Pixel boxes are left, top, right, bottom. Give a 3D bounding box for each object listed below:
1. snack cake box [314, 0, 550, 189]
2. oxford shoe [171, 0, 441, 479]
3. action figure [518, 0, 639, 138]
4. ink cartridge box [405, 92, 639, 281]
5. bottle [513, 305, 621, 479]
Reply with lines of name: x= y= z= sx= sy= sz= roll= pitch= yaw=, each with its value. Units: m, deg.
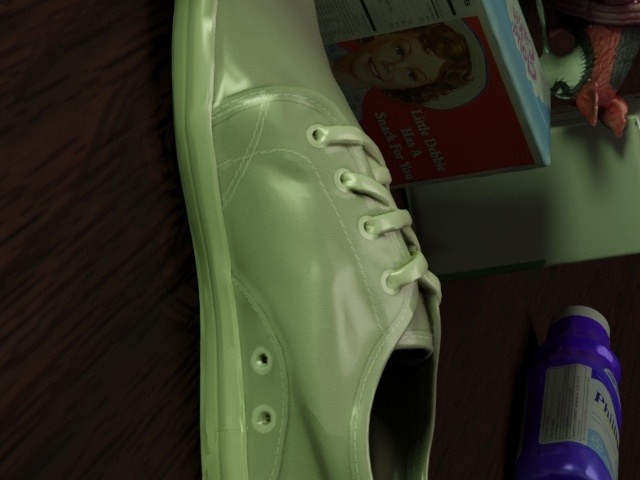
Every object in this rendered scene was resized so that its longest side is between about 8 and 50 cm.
snack cake box: x=0.055 y=-0.155 z=1.147 sx=0.264 sy=0.152 sz=0.089 roll=61 pitch=27 yaw=-45
oxford shoe: x=0.000 y=0.000 z=0.951 sx=0.169 sy=0.130 sz=0.449 roll=27 pitch=54 yaw=-65
action figure: x=0.211 y=-0.263 z=1.294 sx=0.248 sy=0.275 sz=0.370 roll=57 pitch=21 yaw=-86
ink cartridge box: x=0.207 y=-0.053 z=1.462 sx=0.278 sy=0.201 sz=0.117 roll=-29 pitch=109 yaw=-71
bottle: x=0.252 y=0.175 z=1.650 sx=0.283 sy=0.092 sz=0.118 roll=-72 pitch=146 yaw=-54
